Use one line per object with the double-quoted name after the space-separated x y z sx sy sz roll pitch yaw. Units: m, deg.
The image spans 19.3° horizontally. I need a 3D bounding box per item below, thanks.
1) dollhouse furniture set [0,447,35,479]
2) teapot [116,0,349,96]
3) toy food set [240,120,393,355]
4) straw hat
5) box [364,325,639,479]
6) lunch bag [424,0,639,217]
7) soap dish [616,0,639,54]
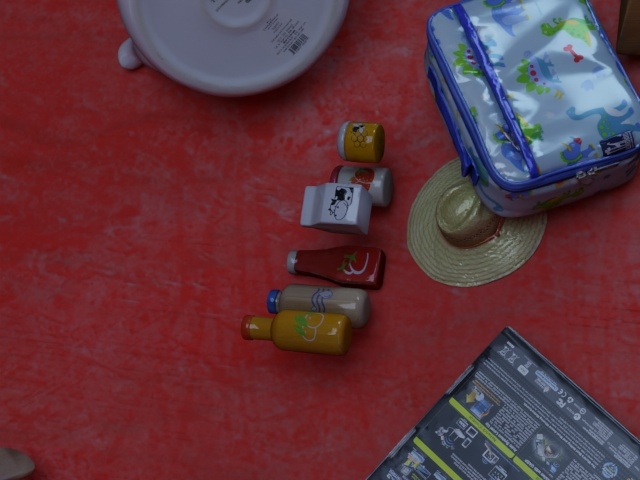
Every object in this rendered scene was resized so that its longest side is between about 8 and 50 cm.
-0.474 0.323 1.913 0.303 0.174 0.355 30 108 24 "dollhouse furniture set"
-0.089 -0.282 1.904 0.256 0.252 0.187 -5 26 -4 "teapot"
0.000 0.000 1.823 0.104 0.111 0.232 4 77 19 "toy food set"
0.144 -0.028 1.813 0.144 0.061 0.144 -6 71 17 "straw hat"
0.198 0.244 1.709 0.270 0.060 0.216 42 90 25 "box"
0.200 -0.138 1.788 0.176 0.090 0.219 -16 66 -9 "lunch bag"
0.404 -0.319 1.788 0.229 0.118 0.291 3 75 19 "soap dish"
